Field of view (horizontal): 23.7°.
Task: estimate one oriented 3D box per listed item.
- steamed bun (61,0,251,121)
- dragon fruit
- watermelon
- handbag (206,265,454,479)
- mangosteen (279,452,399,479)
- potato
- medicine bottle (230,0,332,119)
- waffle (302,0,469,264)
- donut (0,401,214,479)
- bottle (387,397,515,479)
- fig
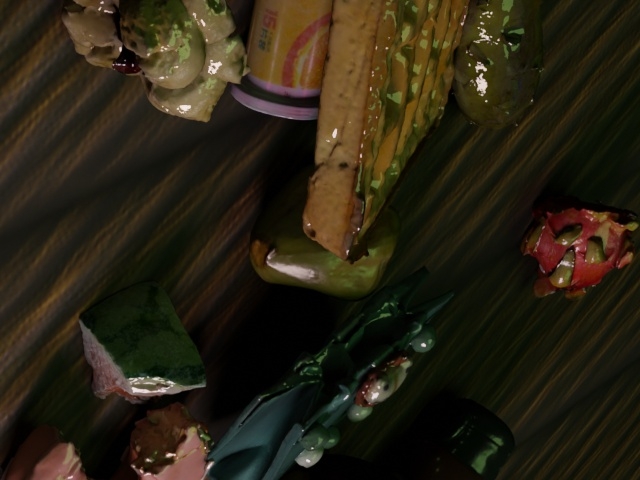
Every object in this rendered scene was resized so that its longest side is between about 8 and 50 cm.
[{"bbox_3d":[-0.149,-0.182,1.288,0.106,0.177,0.192,-36,153,-12],"label":"steamed bun"},{"bbox_3d":[0.327,0.009,1.981,0.133,0.150,0.208,16,140,-10],"label":"dragon fruit"},{"bbox_3d":[-0.196,0.112,1.552,0.097,0.158,0.121,-15,83,-23],"label":"watermelon"},{"bbox_3d":[0.008,0.175,1.660,0.268,0.100,0.274,-37,171,-37],"label":"handbag"},{"bbox_3d":[0.045,0.403,1.789,0.359,0.306,0.306,-1,128,1],"label":"mangosteen"},{"bbox_3d":[0.200,-0.222,1.696,0.117,0.090,0.226,-29,136,-32],"label":"potato"},{"bbox_3d":[0.004,-0.325,1.393,0.108,0.108,0.426,-13,125,-42],"label":"medicine bottle"},{"bbox_3d":[0.077,-0.177,1.494,0.348,0.077,0.304,-55,159,-56],"label":"waffle"},{"bbox_3d":[-0.229,0.258,1.575,0.232,0.085,0.199,-2,124,-43],"label":"donut"},{"bbox_3d":[0.130,0.365,2.022,0.336,0.144,0.144,-53,143,-7],"label":"bottle"},{"bbox_3d":[0.000,0.000,1.601,0.165,0.144,0.154,-20,121,-29],"label":"fig"}]
